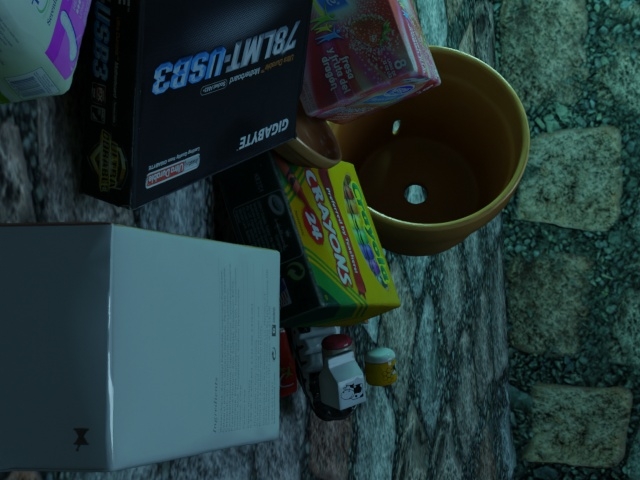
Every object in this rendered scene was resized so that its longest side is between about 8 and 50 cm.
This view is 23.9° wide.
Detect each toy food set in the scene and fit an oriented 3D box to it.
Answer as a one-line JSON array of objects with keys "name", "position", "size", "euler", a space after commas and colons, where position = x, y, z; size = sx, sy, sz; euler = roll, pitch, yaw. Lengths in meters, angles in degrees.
[{"name": "toy food set", "position": [-0.017, 0.145, 1.836], "size": [0.232, 0.111, 0.104], "euler": [-16, 109, -32]}]

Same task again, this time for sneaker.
[{"name": "sneaker", "position": [-0.005, 0.133, 1.992], "size": [0.106, 0.078, 0.234], "euler": [114, -32, -68]}]

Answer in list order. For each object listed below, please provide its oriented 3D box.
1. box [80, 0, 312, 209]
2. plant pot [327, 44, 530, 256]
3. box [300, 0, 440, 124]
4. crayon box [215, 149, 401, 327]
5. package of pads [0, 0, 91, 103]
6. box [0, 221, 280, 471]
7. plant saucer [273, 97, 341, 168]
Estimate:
[{"name": "box", "position": [-0.109, -0.207, 1.455], "size": [0.295, 0.073, 0.293], "euler": [-27, 129, -54]}, {"name": "plant pot", "position": [0.145, -0.107, 2.177], "size": [0.203, 0.291, 0.290], "euler": [90, 7, -66]}, {"name": "box", "position": [0.017, -0.303, 1.809], "size": [0.299, 0.142, 0.154], "euler": [70, 16, 7]}, {"name": "crayon box", "position": [0.000, 0.000, 1.852], "size": [0.318, 0.081, 0.202], "euler": [5, 64, -68]}, {"name": "package of pads", "position": [-0.249, -0.287, 1.168], "size": [0.229, 0.101, 0.296], "euler": [59, 34, -59]}, {"name": "box", "position": [-0.185, 0.082, 1.174], "size": [0.345, 0.215, 0.168], "euler": [12, 78, -73]}, {"name": "plant saucer", "position": [-0.055, -0.156, 1.749], "size": [0.200, 0.037, 0.200], "euler": [44, 16, -16]}]
